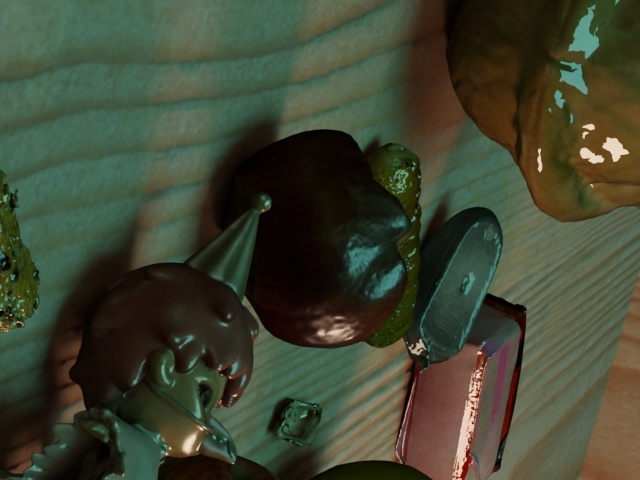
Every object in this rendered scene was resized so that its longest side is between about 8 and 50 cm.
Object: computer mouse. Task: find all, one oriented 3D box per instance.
[{"bbox_3d":[0.157,0.061,2.268,0.113,0.068,0.229,35,76,-40],"label":"computer mouse"}]

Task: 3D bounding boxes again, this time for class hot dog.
[{"bbox_3d":[0.080,0.012,2.040,0.083,0.068,0.289,-45,149,-37],"label":"hot dog"}]

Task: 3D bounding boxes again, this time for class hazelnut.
[{"bbox_3d":[-0.006,0.002,1.648,0.160,0.170,0.202,-21,93,-31],"label":"hazelnut"}]

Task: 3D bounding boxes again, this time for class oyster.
[{"bbox_3d":[-0.026,0.203,1.985,0.093,0.034,0.051,20,73,-59],"label":"oyster"}]

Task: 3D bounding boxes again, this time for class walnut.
[{"bbox_3d":[0.320,-0.203,2.069,0.383,0.383,0.383,-52,153,-41],"label":"walnut"}]

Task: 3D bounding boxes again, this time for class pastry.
[{"bbox_3d":[-0.236,0.010,1.241,0.080,0.056,0.140,-62,153,-43],"label":"pastry"}]

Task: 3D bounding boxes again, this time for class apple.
[{"bbox_3d":[-0.100,0.276,1.709,0.131,0.146,0.146,-64,161,9],"label":"apple"}]

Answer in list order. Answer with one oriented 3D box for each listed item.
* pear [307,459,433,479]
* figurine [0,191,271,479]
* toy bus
[{"bbox_3d":[0.037,0.390,2.019,0.307,0.253,0.253,-43,147,-36],"label":"pear"},{"bbox_3d":[-0.136,0.131,1.448,0.387,0.166,0.207,-57,173,-25],"label":"figurine"},{"bbox_3d":[0.191,0.209,2.420,0.147,0.127,0.303,-37,143,-48],"label":"toy bus"}]
